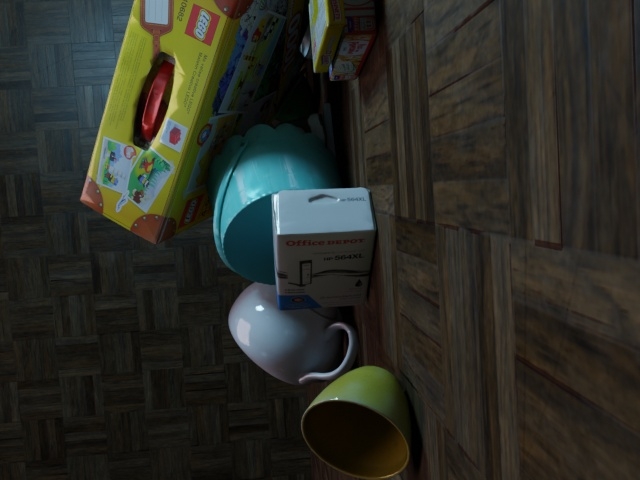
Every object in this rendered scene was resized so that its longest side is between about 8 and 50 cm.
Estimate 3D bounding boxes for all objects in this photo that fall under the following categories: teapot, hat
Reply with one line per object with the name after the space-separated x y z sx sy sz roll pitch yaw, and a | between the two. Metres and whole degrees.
-0.045 0.154 1.399 0.187 0.256 0.252 -51 0 14 | teapot
-0.021 -0.321 1.817 0.173 0.184 0.208 -59 13 -16 | hat

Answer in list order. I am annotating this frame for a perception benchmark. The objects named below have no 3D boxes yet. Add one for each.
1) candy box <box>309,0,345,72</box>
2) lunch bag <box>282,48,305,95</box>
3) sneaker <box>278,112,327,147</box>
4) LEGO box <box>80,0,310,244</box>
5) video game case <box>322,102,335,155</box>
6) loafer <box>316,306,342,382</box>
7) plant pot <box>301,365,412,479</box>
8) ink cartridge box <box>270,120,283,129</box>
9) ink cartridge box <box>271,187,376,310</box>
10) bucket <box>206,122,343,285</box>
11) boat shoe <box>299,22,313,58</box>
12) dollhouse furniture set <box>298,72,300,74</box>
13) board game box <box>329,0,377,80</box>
0.006 -0.303 0.932 0.206 0.027 0.105 162 102 -85 | candy box
-0.152 -0.458 1.745 0.256 0.213 0.305 87 -153 -61 | lunch bag
-0.045 -0.164 1.516 0.271 0.108 0.100 91 172 -50 | sneaker
-0.232 -0.292 1.385 0.500 0.193 0.372 -66 -11 24 | LEGO box
0.016 -0.195 1.524 0.143 0.019 0.157 100 166 -69 | video game case
0.013 0.224 1.616 0.084 0.096 0.267 -71 -6 -46 | loafer
0.055 0.211 0.857 0.095 0.134 0.134 -58 -26 -51 | plant pot
-0.190 -0.292 1.948 0.207 0.119 0.353 -25 98 48 | ink cartridge box
0.001 0.017 1.087 0.203 0.148 0.085 92 174 -53 | ink cartridge box
-0.077 -0.059 1.322 0.183 0.281 0.281 -105 11 -46 | bucket
-0.043 -0.511 1.563 0.258 0.084 0.095 94 171 -57 | boat shoe
-0.131 -0.408 2.039 0.242 0.212 0.161 60 -175 -17 | dollhouse furniture set
0.037 -0.324 0.984 0.193 0.045 0.146 145 121 -84 | board game box
